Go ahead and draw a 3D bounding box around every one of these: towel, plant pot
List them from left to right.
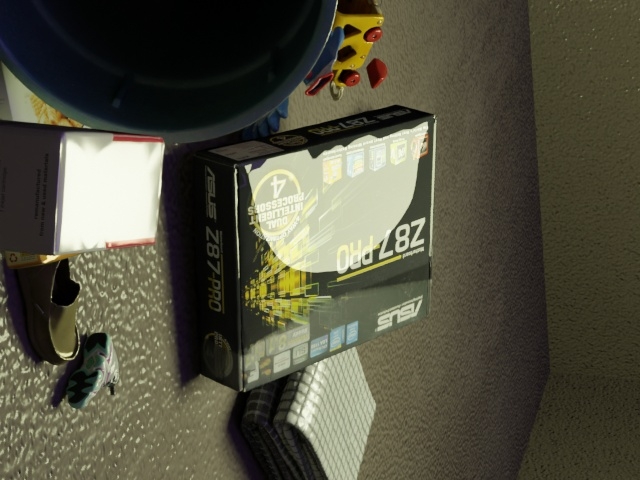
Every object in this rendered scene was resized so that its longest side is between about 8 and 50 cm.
[{"bbox_3d":[-0.135,-0.318,1.304,0.334,0.341,0.341,-78,163,-59],"label":"plant pot"},{"bbox_3d":[-0.017,0.257,2.047,0.283,0.121,0.235,69,30,-46],"label":"towel"}]

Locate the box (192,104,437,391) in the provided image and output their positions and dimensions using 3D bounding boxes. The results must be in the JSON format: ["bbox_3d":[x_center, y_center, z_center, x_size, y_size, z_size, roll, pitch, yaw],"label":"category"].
[{"bbox_3d":[0.000,0.000,1.855,0.395,0.097,0.318,-17,117,-43],"label":"box"}]

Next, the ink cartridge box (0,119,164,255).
[{"bbox_3d":[-0.276,-0.051,1.116,0.172,0.237,0.100,-8,103,-69],"label":"ink cartridge box"}]

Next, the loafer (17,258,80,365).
[{"bbox_3d":[-0.278,0.069,1.398,0.056,0.050,0.148,-57,144,-49],"label":"loafer"}]

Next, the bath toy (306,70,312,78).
[{"bbox_3d":[-0.103,-0.292,1.691,0.348,0.129,0.151,67,33,-52],"label":"bath toy"}]

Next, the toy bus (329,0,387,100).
[{"bbox_3d":[0.015,-0.309,2.034,0.104,0.191,0.202,-5,100,-26],"label":"toy bus"}]

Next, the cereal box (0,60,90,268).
[{"bbox_3d":[-0.271,-0.103,1.330,0.173,0.047,0.240,-23,104,-68],"label":"cereal box"}]

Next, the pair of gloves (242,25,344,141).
[{"bbox_3d":[-0.040,-0.214,1.852,0.023,0.198,0.159,39,27,-21],"label":"pair of gloves"}]

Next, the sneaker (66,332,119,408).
[{"bbox_3d":[-0.249,0.160,1.508,0.069,0.038,0.098,69,32,-47],"label":"sneaker"}]
